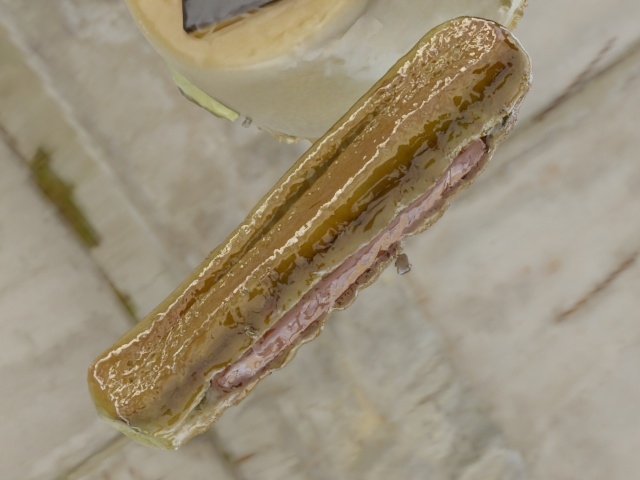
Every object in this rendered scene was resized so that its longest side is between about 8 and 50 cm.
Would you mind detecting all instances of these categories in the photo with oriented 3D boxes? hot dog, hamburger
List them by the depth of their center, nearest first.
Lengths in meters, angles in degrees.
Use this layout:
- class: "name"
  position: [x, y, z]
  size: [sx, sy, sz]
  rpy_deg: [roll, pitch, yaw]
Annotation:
- class: "hot dog"
  position: [-0.002, -0.003, 1.006]
  size: [0.286, 0.088, 0.061]
  rpy_deg: [-41, -42, -4]
- class: "hamburger"
  position: [0.012, -0.202, 1.231]
  size: [0.170, 0.302, 0.302]
  rpy_deg: [20, -119, -51]
